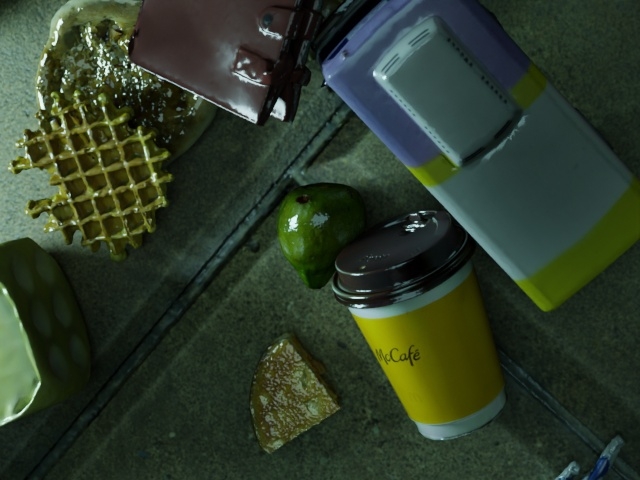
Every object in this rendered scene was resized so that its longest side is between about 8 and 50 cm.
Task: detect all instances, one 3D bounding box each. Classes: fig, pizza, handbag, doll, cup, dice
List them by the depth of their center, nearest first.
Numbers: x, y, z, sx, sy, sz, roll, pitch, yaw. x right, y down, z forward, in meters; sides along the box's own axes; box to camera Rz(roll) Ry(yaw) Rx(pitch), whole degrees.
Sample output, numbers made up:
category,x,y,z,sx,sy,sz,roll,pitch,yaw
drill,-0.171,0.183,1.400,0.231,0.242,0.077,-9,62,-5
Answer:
category,x,y,z,sx,sy,sz,roll,pitch,yaw
handbag,-0.107,-0.301,1.574,0.275,0.084,0.260,31,110,37
cup,0.139,0.112,1.662,0.196,0.196,0.279,-18,110,12
fig,0.000,0.000,1.725,0.123,0.123,0.156,3,109,11
doll,0.346,0.370,1.728,0.227,0.057,0.114,-37,92,11
dice,-0.474,0.141,1.774,0.233,0.227,0.238,-19,93,12
pizza,-0.036,0.223,1.790,0.134,0.046,0.175,20,100,9

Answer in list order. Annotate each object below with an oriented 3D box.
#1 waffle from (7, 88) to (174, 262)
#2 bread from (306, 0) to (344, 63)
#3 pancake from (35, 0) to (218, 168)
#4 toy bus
category,x,y,z,sx,sy,sz,roll,pitch,yaw
waffle,-0.316,-0.093,1.773,0.229,0.051,0.231,33,115,-3
bread,-0.031,-0.342,1.696,0.192,0.110,0.209,-22,92,6
pancake,-0.267,-0.220,1.762,0.282,0.049,0.282,4,114,9
toy bus,0.198,-0.143,1.568,0.209,0.249,0.440,-41,102,11
